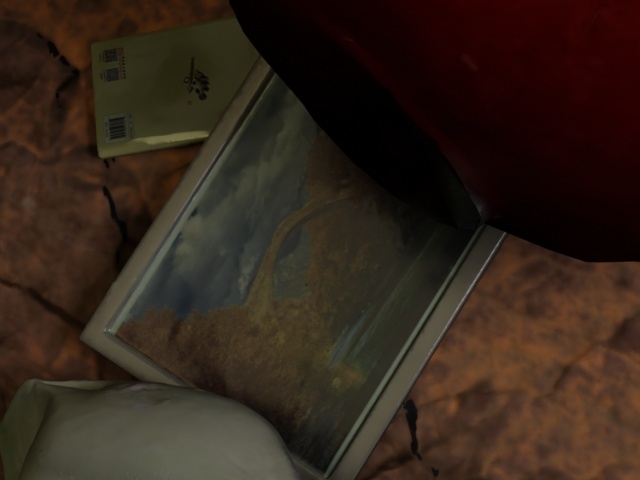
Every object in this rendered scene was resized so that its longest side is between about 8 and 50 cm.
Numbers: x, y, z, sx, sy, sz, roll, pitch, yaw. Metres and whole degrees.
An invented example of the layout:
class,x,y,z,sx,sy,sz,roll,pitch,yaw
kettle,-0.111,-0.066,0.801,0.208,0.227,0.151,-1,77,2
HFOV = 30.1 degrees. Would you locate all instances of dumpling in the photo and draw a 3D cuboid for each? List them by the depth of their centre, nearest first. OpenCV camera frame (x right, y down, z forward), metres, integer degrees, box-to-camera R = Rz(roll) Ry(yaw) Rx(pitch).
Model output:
class,x,y,z,sx,sy,sz,roll,pitch,yaw
dumpling,-0.079,0.166,0.610,0.252,0.131,0.179,8,102,38

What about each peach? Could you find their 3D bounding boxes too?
class,x,y,z,sx,sy,sz,roll,pitch,yaw
peach,0.123,-0.149,0.523,0.406,0.335,0.310,34,73,16

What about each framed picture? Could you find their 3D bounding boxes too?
class,x,y,z,sx,sy,sz,roll,pitch,yaw
framed picture,0.000,0.000,0.684,0.184,0.016,0.250,33,87,12

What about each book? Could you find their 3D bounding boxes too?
class,x,y,z,sx,sy,sz,roll,pitch,yaw
book,-0.086,-0.095,0.734,0.111,0.014,0.077,-8,77,11
